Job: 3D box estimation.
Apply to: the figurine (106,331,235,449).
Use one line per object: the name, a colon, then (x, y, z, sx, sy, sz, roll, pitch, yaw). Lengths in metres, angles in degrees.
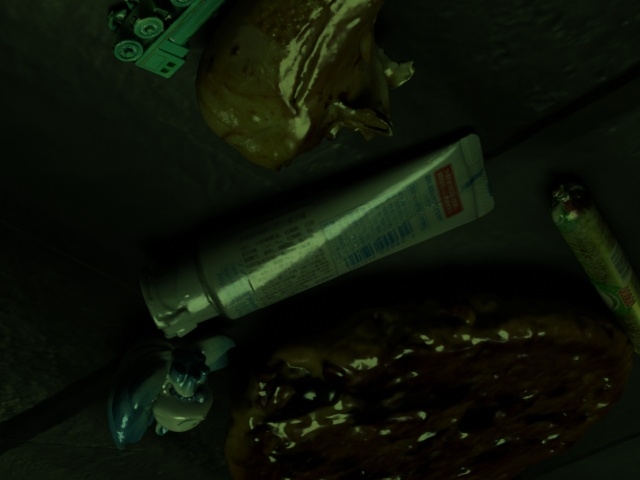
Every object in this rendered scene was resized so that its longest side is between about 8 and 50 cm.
figurine: (-0.117, 0.114, 0.803, 0.114, 0.079, 0.114, -49, 168, -14)

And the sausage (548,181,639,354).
sausage: (0.218, 0.028, 0.802, 0.033, 0.032, 0.269, -23, 142, 18)

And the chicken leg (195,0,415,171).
chicken leg: (0.014, -0.111, 0.519, 0.101, 0.085, 0.207, 29, 131, -11)

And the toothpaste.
toothpaste: (0.000, 0.000, 0.702, 0.234, 0.057, 0.089, -21, 145, 4)

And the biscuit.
biscuit: (0.084, 0.128, 0.872, 0.334, 0.081, 0.289, -2, 143, -18)

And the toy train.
toy train: (-0.069, -0.118, 0.539, 0.045, 0.029, 0.092, 17, 136, -43)
